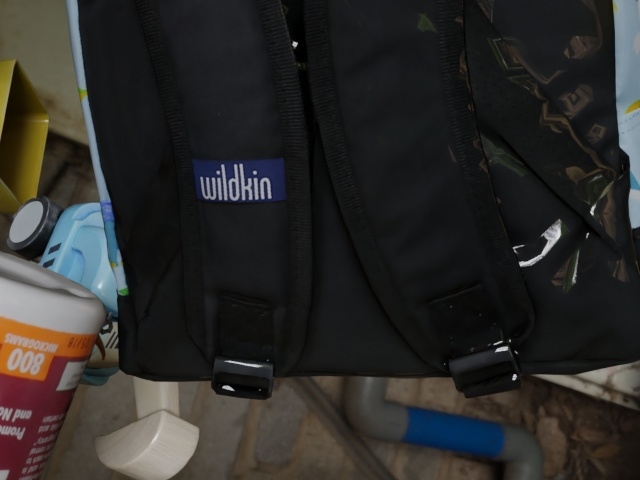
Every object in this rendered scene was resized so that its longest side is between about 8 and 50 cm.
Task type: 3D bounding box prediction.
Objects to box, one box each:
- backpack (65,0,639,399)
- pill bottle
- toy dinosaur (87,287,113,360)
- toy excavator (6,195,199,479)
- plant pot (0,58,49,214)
[{"bbox_3d":[0.010,-0.135,0.435,0.290,0.356,0.273,-7,29,19],"label":"backpack"},{"bbox_3d":[-0.364,0.199,0.804,0.224,0.224,0.392,17,85,65],"label":"pill bottle"},{"bbox_3d":[-0.297,0.093,1.109,0.047,0.082,0.090,104,174,-67],"label":"toy dinosaur"},{"bbox_3d":[-0.332,0.135,1.409,0.445,0.222,0.433,-5,59,38],"label":"toy excavator"},{"bbox_3d":[-0.605,-0.177,1.573,0.212,0.187,0.212,91,-178,-70],"label":"plant pot"}]
